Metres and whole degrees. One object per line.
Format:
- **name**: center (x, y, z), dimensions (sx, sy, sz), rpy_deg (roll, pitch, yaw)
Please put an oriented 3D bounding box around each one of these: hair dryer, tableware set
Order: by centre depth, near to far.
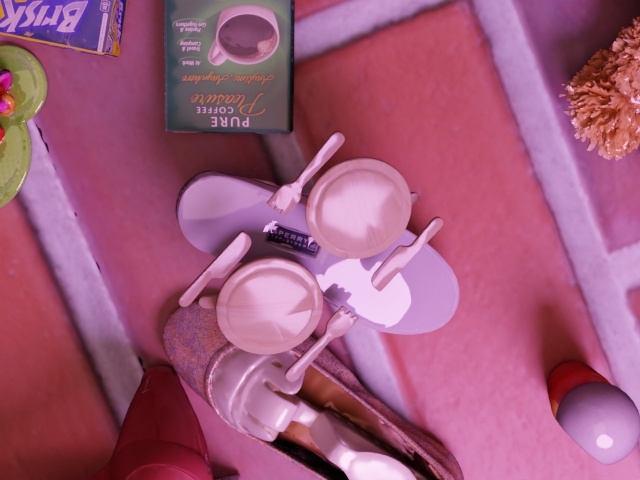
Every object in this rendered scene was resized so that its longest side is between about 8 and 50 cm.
- **tableware set**: center (-0.007, 0.010, 0.850), dimensions (0.128, 0.039, 0.194), rpy_deg (39, 101, -24)
- **hair dryer**: center (-0.194, 0.205, 0.866), dimensions (0.223, 0.293, 0.080), rpy_deg (7, 128, 32)

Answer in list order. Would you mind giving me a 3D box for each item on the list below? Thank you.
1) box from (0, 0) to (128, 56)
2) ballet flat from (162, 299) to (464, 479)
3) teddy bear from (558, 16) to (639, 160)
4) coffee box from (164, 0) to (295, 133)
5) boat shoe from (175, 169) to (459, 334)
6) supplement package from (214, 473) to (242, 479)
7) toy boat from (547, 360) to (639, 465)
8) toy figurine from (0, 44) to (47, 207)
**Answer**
- **box**: center (-0.257, -0.203, 0.911), dimensions (0.169, 0.054, 0.059), rpy_deg (11, 98, 2)
- **ballet flat**: center (-0.004, 0.155, 0.922), dimensions (0.316, 0.106, 0.107), rpy_deg (31, 98, -1)
- **teddy bear**: center (0.346, -0.188, 0.858), dimensions (0.338, 0.113, 0.245), rpy_deg (-40, 97, 7)
- **coffee box**: center (-0.079, -0.184, 0.912), dimensions (0.113, 0.040, 0.184), rpy_deg (0, 97, 3)
- **boat shoe**: center (0.000, 0.000, 0.913), dimensions (0.258, 0.084, 0.095), rpy_deg (27, 100, -12)
- **supplement package**: center (-0.155, 0.341, 0.933), dimensions (0.203, 0.149, 0.194), rpy_deg (-13, 97, 6)
- **toy boat**: center (0.351, 0.142, 0.883), dimensions (0.318, 0.148, 0.267), rpy_deg (-1, 98, 2)
- **toy figurine**: center (-0.315, -0.091, 0.876), dimensions (0.130, 0.159, 0.173), rpy_deg (40, 97, -3)
